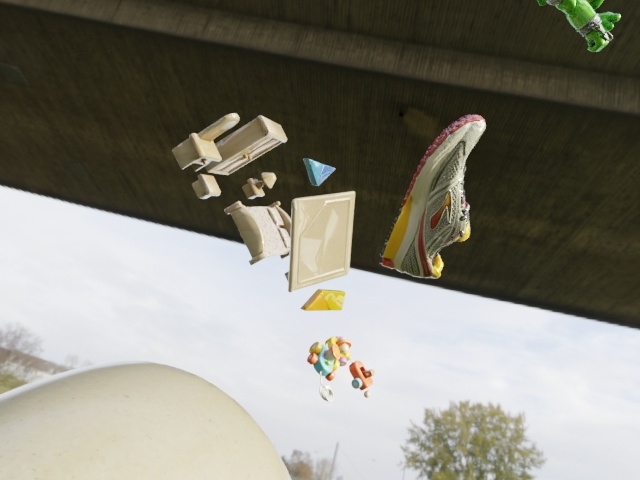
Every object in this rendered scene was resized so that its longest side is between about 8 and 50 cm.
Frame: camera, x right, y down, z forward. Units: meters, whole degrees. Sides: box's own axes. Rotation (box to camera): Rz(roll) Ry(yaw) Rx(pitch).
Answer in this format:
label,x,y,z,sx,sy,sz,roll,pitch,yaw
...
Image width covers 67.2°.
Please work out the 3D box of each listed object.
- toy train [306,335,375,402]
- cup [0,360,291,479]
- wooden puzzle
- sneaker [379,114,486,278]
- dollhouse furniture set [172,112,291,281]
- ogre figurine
label,x,y,z,sx,sy,sz,roll,pitch,yaw
toy train,0.046,0.226,0.863,0.046,0.125,0.166,-37,-23,23
cup,-0.192,0.240,0.282,0.331,0.330,0.237,8,-12,14
wooden puzzle,0.000,0.000,0.355,0.014,0.116,0.079,16,13,37
sneaker,0.155,-0.050,0.609,0.093,0.088,0.225,24,-59,10
dollhouse furniture set,-0.109,-0.074,1.060,0.174,0.355,0.303,-28,-5,16
ogre figurine,0.381,-0.376,0.719,0.118,0.196,0.097,26,-11,-19
